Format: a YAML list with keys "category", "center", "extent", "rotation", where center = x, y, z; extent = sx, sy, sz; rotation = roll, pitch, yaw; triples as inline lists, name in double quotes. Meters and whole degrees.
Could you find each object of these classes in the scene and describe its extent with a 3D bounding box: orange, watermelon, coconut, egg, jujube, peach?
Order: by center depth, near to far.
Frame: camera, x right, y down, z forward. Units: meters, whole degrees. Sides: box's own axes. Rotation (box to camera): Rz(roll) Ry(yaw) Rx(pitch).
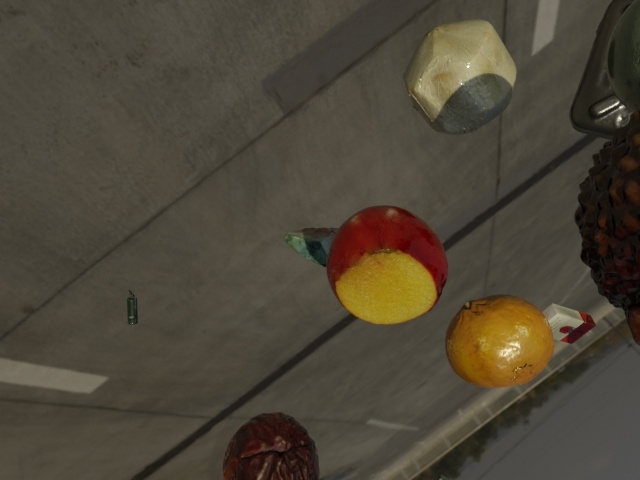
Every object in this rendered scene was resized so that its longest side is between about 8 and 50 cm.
- category: "egg"
  center: [0.425, -0.218, 0.617]
  extent: [0.169, 0.169, 0.236]
  rotation: [-50, 167, 26]
- category: "peach"
  center: [0.102, 0.041, 0.825]
  extent: [0.190, 0.190, 0.192]
  rotation: [-46, 172, 18]
- category: "jujube"
  center: [-0.094, 0.517, 1.059]
  extent: [0.217, 0.342, 0.216]
  rotation: [-4, 123, -6]
- category: "orange"
  center: [0.370, 0.209, 1.119]
  extent: [0.219, 0.193, 0.219]
  rotation: [-15, -169, 3]
- category: "coconut"
  center: [0.315, -0.388, 1.257]
  extent: [0.245, 0.245, 0.247]
  rotation: [-42, 115, 10]
- category: "watermelon"
  center: [-0.005, 0.006, 1.351]
  extent: [0.180, 0.094, 0.081]
  rotation: [11, 139, -2]

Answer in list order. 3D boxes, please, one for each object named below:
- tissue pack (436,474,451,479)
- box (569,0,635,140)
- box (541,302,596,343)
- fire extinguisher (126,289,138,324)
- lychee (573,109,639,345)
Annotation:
- category: "tissue pack"
  center: [0.444, 0.812, 1.477]
  extent: [0.128, 0.311, 0.228]
  rotation: [-49, 140, -18]
- category: "box"
  center: [0.680, -0.330, 1.067]
  extent: [0.289, 0.289, 0.073]
  rotation: [-71, 163, 4]
- category: "box"
  center: [0.693, 0.240, 1.534]
  extent: [0.152, 0.048, 0.100]
  rotation: [19, 132, -19]
- category: "fire extinguisher"
  center: [-0.463, 0.166, 1.322]
  extent: [0.025, 0.038, 0.083]
  rotation: [-11, 107, -47]
- category: "lychee"
  center: [0.392, -0.025, 0.467]
  extent: [0.330, 0.306, 0.306]
  rotation: [-46, 156, -7]
